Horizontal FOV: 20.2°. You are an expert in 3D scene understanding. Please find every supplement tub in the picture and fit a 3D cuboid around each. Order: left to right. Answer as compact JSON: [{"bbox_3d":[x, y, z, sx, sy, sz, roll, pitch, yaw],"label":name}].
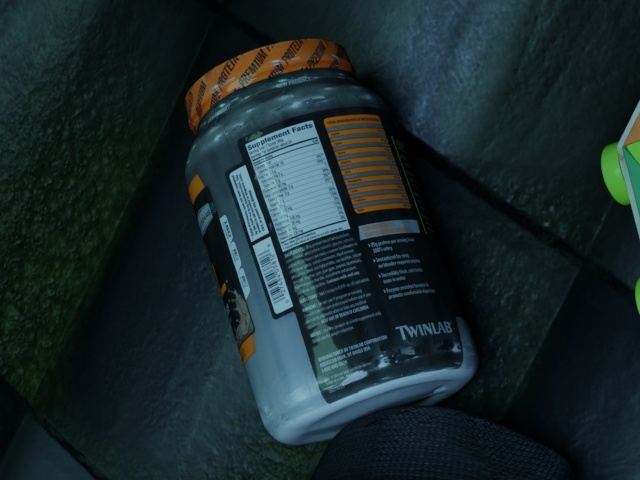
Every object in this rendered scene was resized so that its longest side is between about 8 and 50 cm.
[{"bbox_3d":[0.000,0.000,1.646,0.207,0.207,0.338,-28,71,31],"label":"supplement tub"}]

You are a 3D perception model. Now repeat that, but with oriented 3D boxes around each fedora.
[{"bbox_3d":[0.104,0.240,1.563,0.334,0.334,0.152,-13,47,35],"label":"fedora"}]

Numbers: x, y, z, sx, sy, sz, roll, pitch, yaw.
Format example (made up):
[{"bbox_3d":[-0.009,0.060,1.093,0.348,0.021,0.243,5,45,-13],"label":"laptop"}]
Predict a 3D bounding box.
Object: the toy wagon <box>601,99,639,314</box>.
[{"bbox_3d":[0.377,0.001,1.459,0.267,0.068,0.344,-20,76,34],"label":"toy wagon"}]
